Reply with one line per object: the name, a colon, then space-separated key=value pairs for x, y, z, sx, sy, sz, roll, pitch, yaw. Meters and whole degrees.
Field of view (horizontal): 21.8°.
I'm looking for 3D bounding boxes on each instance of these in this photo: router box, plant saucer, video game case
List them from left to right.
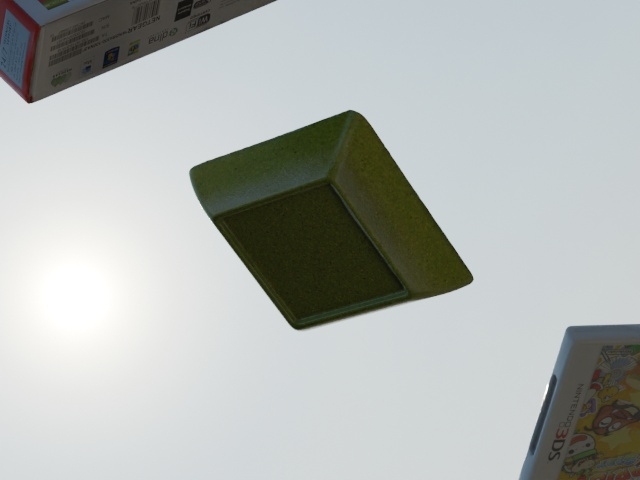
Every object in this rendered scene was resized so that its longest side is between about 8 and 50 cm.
router box: x=-0.193 y=-0.286 z=1.377 sx=0.335 sy=0.301 sz=0.082 roll=-29 pitch=-29 yaw=-36
plant saucer: x=0.000 y=0.000 z=1.376 sx=0.188 sy=0.188 sz=0.045 roll=-17 pitch=29 yaw=36
video game case: x=0.317 y=0.163 z=1.586 sx=0.227 sy=0.026 sz=0.206 roll=-1 pitch=-52 yaw=-16
